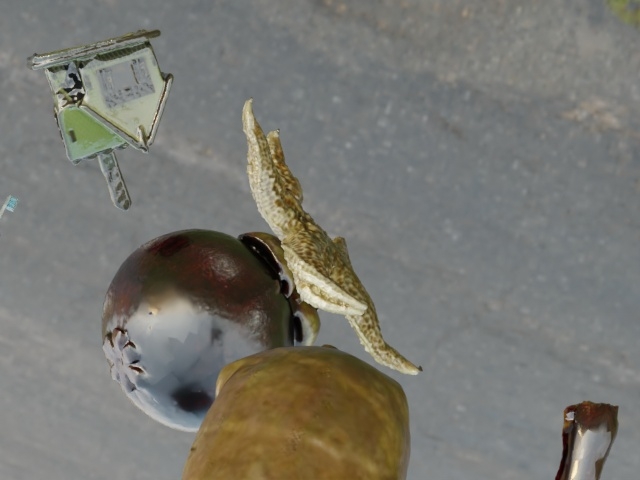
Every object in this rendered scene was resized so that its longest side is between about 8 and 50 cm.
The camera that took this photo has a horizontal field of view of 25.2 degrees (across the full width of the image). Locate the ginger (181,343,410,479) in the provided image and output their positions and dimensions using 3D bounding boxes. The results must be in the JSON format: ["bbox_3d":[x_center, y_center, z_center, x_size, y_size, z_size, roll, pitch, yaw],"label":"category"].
[{"bbox_3d":[-0.018,0.205,1.345,0.201,0.222,0.269,6,173,8],"label":"ginger"}]

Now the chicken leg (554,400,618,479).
[{"bbox_3d":[0.197,0.325,1.140,0.158,0.406,0.096,-10,158,22],"label":"chicken leg"}]

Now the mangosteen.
[{"bbox_3d":[-0.146,0.121,2.088,0.347,0.306,0.307,-19,174,-30],"label":"mangosteen"}]

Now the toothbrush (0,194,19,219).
[{"bbox_3d":[-0.397,0.008,1.720,0.017,0.162,0.014,22,142,-8],"label":"toothbrush"}]

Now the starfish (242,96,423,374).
[{"bbox_3d":[0.000,0.000,1.237,0.277,0.062,0.236,53,-170,-11],"label":"starfish"}]

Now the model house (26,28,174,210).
[{"bbox_3d":[-0.317,-0.176,2.203,0.205,0.278,0.218,-17,-170,-10],"label":"model house"}]
